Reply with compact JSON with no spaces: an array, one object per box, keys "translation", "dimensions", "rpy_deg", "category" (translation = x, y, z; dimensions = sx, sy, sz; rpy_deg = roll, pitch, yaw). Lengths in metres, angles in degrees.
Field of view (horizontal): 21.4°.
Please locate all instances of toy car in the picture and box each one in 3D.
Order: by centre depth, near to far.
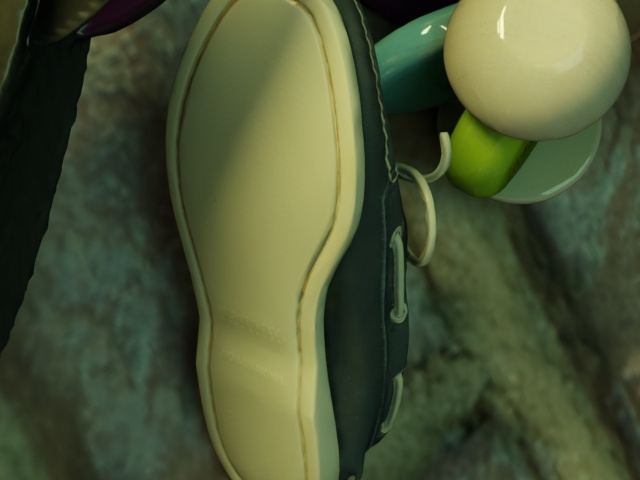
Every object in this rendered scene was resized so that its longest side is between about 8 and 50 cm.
[{"translation":[0.079,-0.112,0.741],"dimensions":[0.136,0.159,0.182],"rpy_deg":[25,80,7],"category":"toy car"}]

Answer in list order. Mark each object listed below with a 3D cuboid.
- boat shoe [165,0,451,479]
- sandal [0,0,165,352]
[{"translation":[0.000,0.000,0.688],"dimensions":[0.079,0.095,0.254],"rpy_deg":[-35,132,-40],"category":"boat shoe"},{"translation":[-0.064,-0.131,0.596],"dimensions":[0.107,0.167,0.445],"rpy_deg":[19,105,6],"category":"sandal"}]
